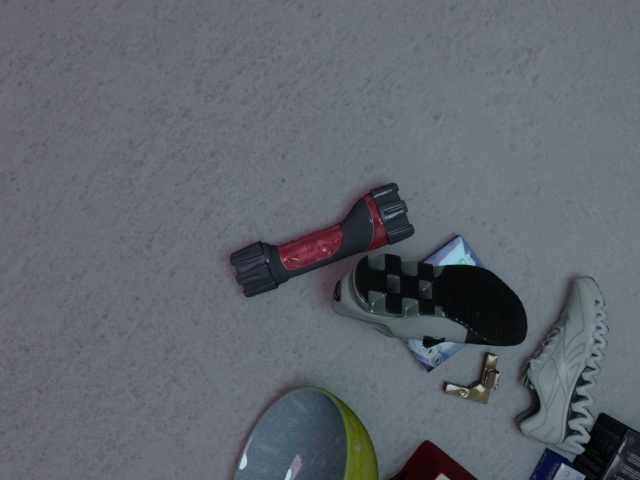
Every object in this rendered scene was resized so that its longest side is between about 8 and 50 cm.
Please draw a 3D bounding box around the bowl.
[{"bbox_3d":[0.002,0.393,1.120,0.156,0.289,0.289,29,90,-30],"label":"bowl"}]

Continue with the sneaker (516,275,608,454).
[{"bbox_3d":[0.399,0.199,1.168,0.118,0.110,0.292,10,88,11],"label":"sneaker"}]

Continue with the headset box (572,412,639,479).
[{"bbox_3d":[0.519,0.452,1.137,0.246,0.131,0.283,29,90,3],"label":"headset box"}]

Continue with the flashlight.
[{"bbox_3d":[0.000,0.000,1.184,0.304,0.103,0.103,-20,89,1],"label":"flashlight"}]

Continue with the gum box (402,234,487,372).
[{"bbox_3d":[0.208,0.106,1.204,0.184,0.041,0.157,-36,88,2],"label":"gum box"}]

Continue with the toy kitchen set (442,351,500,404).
[{"bbox_3d":[0.255,0.226,1.185,0.075,0.068,0.083,14,89,3],"label":"toy kitchen set"}]

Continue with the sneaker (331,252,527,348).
[{"bbox_3d":[0.172,0.105,1.138,0.330,0.146,0.122,16,63,-18],"label":"sneaker"}]

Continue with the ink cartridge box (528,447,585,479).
[{"bbox_3d":[0.353,0.452,1.161,0.046,0.097,0.207,29,90,4],"label":"ink cartridge box"}]

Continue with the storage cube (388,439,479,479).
[{"bbox_3d":[0.195,0.465,1.119,0.215,0.193,0.184,40,90,4],"label":"storage cube"}]
